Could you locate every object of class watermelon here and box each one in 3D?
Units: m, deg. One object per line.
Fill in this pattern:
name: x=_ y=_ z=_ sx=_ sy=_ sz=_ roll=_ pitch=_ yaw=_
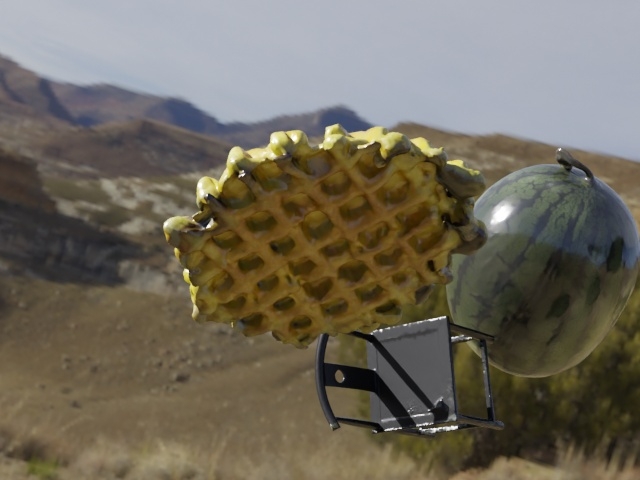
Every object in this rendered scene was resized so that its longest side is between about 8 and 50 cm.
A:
watermelon: x=0.338 y=0.036 z=1.656 sx=0.279 sy=0.359 sz=0.279 roll=15 pitch=31 yaw=-9

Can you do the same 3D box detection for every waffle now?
waffle: x=0.011 y=-0.001 z=1.080 sx=0.329 sy=0.329 sz=0.062 roll=16 pitch=40 yaw=-31

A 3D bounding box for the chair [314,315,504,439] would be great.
chair: x=0.124 y=0.183 z=1.475 sx=0.141 sy=0.155 sz=0.260 roll=-16 pitch=-21 yaw=33
